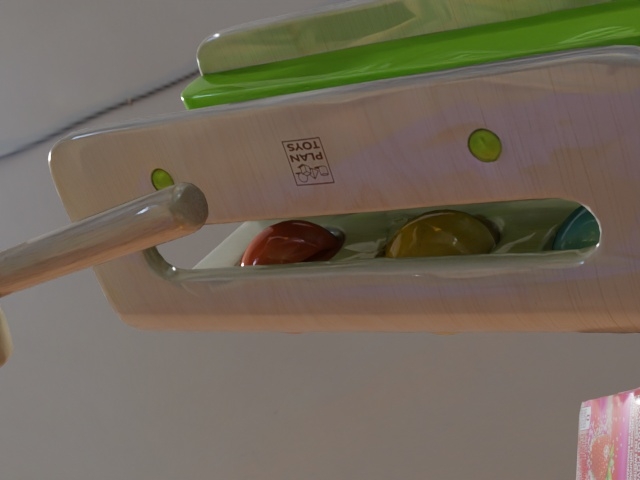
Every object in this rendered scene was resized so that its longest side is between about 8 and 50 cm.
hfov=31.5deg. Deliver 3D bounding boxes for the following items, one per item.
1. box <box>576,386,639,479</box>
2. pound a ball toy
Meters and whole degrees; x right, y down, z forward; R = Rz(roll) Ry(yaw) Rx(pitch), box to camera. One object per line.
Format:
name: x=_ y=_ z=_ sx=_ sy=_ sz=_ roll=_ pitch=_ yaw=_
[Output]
box: x=0.222 y=0.221 z=0.659 sx=0.128 sy=0.122 sz=0.256 roll=7 pitch=-103 yaw=-4
pound a ball toy: x=0.000 y=0.000 z=0.450 sx=0.208 sy=0.319 sz=0.135 roll=-47 pitch=-57 yaw=-45
